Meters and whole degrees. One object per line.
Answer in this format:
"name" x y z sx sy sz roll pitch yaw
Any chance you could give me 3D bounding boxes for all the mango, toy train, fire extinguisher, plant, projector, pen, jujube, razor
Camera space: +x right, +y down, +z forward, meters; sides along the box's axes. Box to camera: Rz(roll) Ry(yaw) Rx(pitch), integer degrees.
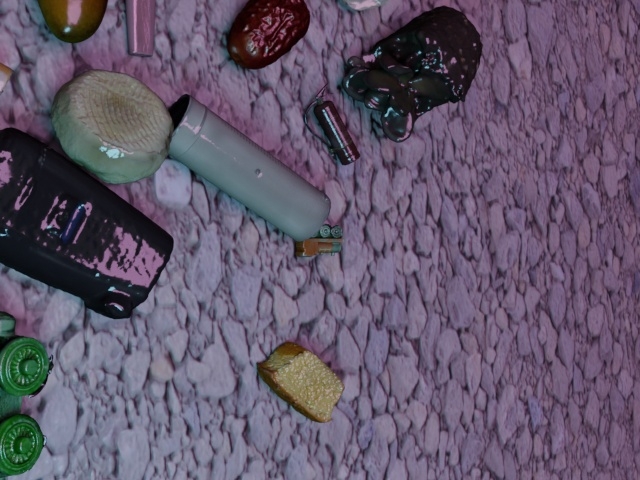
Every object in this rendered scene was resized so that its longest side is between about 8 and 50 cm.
"mango" -0.389 -0.436 1.232 0.133 0.111 0.267 8 83 -51
"toy train" -0.492 0.231 1.100 0.202 0.145 0.266 7 84 -58
"fire extinguisher" 0.019 -0.221 1.568 0.078 0.045 0.157 -32 110 -9
"plant" 0.196 -0.341 1.607 0.276 0.188 0.199 -45 113 -28
"projector" -0.132 -0.123 1.416 0.337 0.108 0.108 35 70 -30
"pen" -0.305 -0.411 1.343 0.053 0.032 0.197 0 91 -35
"jujube" -0.095 -0.387 1.448 0.112 0.109 0.176 37 67 7
"razor" -0.391 -0.017 1.224 0.327 0.107 0.189 37 68 -31
"toy train" 0.000 0.000 1.548 0.103 0.044 0.064 0 92 -34

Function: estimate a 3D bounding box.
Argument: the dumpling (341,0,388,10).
"dumpling" 0.053 -0.552 1.547 0.250 0.162 0.132 50 26 -36

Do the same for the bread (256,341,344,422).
"bread" -0.032 0.268 1.509 0.187 0.065 0.103 48 69 -23

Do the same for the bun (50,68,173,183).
"bun" -0.328 -0.170 1.251 0.195 0.118 0.195 22 42 -22

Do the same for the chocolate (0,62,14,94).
"chocolate" -0.557 -0.269 1.136 0.219 0.085 0.086 32 71 -27
